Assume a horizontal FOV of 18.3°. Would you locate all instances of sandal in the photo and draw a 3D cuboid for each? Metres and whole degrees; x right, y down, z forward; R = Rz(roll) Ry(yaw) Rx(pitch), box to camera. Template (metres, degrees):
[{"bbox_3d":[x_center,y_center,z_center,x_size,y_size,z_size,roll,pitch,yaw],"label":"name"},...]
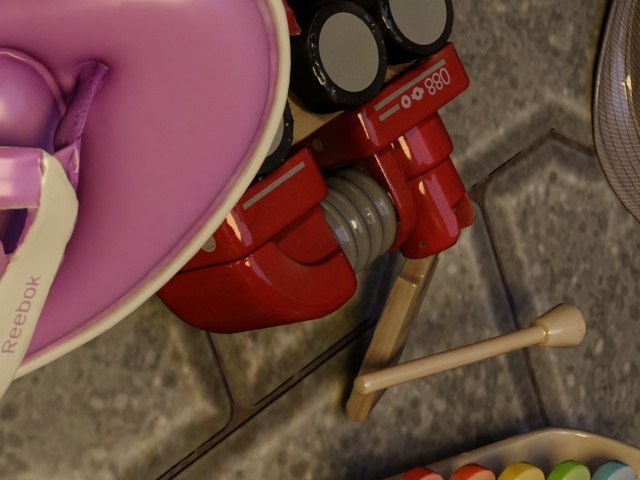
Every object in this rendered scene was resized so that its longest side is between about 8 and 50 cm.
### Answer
[{"bbox_3d":[-0.182,0.028,0.777,0.416,0.102,0.169,-33,122,0],"label":"sandal"}]

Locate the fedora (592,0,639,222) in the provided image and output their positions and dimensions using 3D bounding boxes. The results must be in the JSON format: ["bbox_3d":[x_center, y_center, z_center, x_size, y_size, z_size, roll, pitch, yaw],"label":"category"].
[{"bbox_3d":[0.318,-0.133,1.423,0.244,0.124,0.275,46,60,-36],"label":"fedora"}]

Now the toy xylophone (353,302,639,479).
[{"bbox_3d":[0.091,0.174,1.187,0.322,0.081,0.236,-21,125,-41],"label":"toy xylophone"}]

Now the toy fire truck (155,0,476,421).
[{"bbox_3d":[0.000,0.000,1.100,0.217,0.158,0.246,-37,107,-40],"label":"toy fire truck"}]

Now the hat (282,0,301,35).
[{"bbox_3d":[-0.135,-0.186,0.938,0.173,0.208,0.183,-34,135,-53],"label":"hat"}]
